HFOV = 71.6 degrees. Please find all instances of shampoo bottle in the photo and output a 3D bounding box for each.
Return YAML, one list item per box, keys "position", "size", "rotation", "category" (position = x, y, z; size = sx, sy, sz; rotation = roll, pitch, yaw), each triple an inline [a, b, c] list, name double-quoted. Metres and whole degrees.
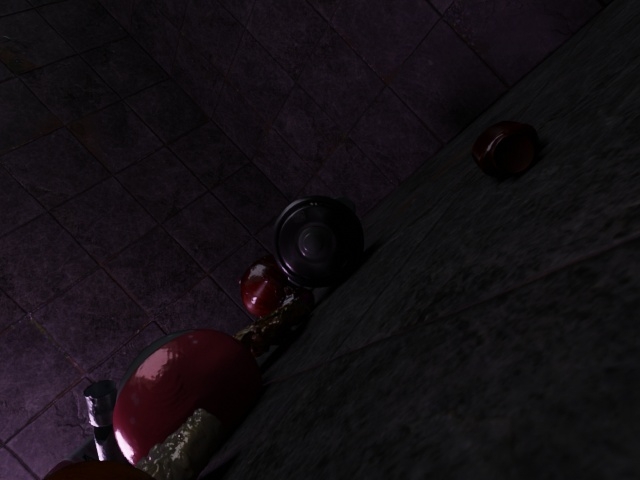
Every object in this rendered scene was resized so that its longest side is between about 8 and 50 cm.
- position: [0.315, -0.161, 0.767]
  size: [0.102, 0.064, 0.260]
  rotation: [-43, 1, 21]
  category: "shampoo bottle"

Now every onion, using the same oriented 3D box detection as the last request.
- position: [-0.073, 0.177, 1.284]
  size: [0.115, 0.104, 0.115]
  rotation: [-26, 12, 6]
  category: "onion"
- position: [-0.187, 0.188, 1.789]
  size: [0.276, 0.276, 0.276]
  rotation: [-44, 1, 1]
  category: "onion"

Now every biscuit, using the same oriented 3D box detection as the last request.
- position: [-0.249, 0.374, 0.634]
  size: [0.281, 0.084, 0.179]
  rotation: [-46, 4, 31]
  category: "biscuit"

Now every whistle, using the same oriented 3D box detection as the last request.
- position: [-0.427, 0.434, 0.918]
  size: [0.062, 0.312, 0.062]
  rotation: [-2, 19, 1]
  category: "whistle"

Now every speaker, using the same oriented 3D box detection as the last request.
- position: [-0.255, 0.309, 0.868]
  size: [0.294, 0.294, 0.294]
  rotation: [-44, 1, 1]
  category: "speaker"

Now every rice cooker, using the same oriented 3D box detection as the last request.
- position: [0.000, 0.000, 1.333]
  size: [0.316, 0.264, 0.316]
  rotation: [-52, -4, -6]
  category: "rice cooker"

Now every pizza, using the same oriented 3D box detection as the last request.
- position: [-0.144, 0.236, 1.096]
  size: [0.335, 0.086, 0.226]
  rotation: [-26, -8, -33]
  category: "pizza"

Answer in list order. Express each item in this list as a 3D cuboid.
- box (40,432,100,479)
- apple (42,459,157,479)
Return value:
- position: [-0.662, 0.683, 1.294]
  size: [0.112, 0.190, 0.370]
  rotation: [-44, 0, -19]
  category: "box"
- position: [-0.255, 0.318, 0.417]
  size: [0.210, 0.173, 0.235]
  rotation: [-43, 0, 14]
  category: "apple"
